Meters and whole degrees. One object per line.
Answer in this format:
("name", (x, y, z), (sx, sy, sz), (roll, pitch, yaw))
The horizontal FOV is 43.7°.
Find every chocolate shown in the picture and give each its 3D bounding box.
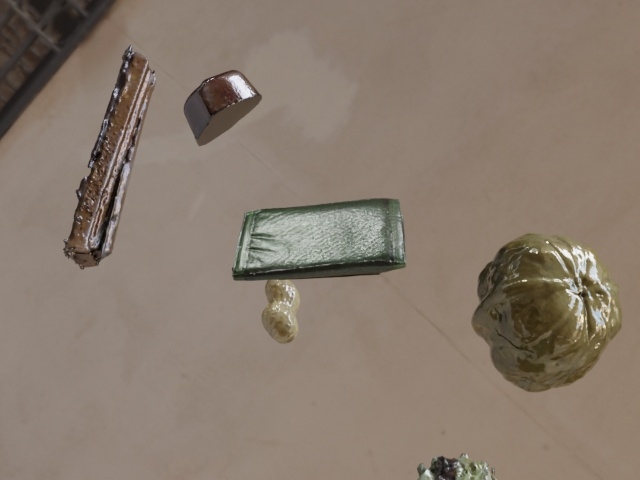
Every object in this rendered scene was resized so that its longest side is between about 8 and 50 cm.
("chocolate", (-0.191, -0.241, 1.402), (0.080, 0.148, 0.125), (56, 19, 5))
("chocolate", (-0.296, -0.118, 1.152), (0.065, 0.329, 0.102), (13, -17, -7))

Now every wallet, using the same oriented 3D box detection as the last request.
("wallet", (0.000, 0.002, 1.121), (0.160, 0.236, 0.055), (-84, 166, -58))

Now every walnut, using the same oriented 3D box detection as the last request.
("walnut", (0.425, 0.134, 1.520), (0.282, 0.253, 0.277), (55, -25, 20))

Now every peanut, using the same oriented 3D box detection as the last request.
("peanut", (-0.086, 0.146, 1.740), (0.082, 0.082, 0.187), (39, 35, -33))

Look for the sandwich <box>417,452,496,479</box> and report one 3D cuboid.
("sandwich", (0.233, 0.497, 1.287), (0.325, 0.131, 0.262), (-56, 134, -71))
